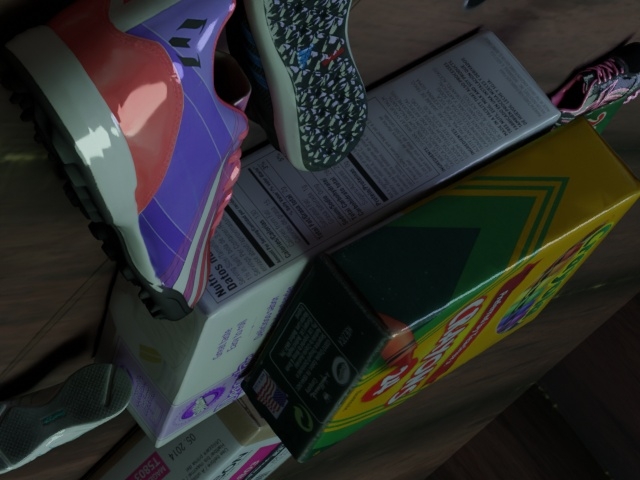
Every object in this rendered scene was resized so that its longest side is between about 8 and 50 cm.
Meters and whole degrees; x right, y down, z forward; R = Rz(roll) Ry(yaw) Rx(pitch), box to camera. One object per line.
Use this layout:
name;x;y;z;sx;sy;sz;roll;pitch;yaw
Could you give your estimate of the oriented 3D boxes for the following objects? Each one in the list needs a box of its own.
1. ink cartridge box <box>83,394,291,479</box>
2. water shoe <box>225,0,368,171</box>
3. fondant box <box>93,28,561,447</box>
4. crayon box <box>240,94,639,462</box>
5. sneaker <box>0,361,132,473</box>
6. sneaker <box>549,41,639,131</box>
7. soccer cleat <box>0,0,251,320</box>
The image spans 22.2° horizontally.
ink cartridge box;-0.113;0.209;1.589;0.235;0.088;0.193;-44;165;22
water shoe;-0.027;-0.125;0.871;0.073;0.080;0.203;-34;139;-28
fondant box;0.000;0.000;1.234;0.330;0.096;0.238;-29;162;-27
crayon box;0.109;0.025;1.221;0.319;0.081;0.202;-29;162;-33
sneaker;-0.211;0.138;1.201;0.152;0.053;0.061;-19;169;-16
sneaker;0.256;-0.145;1.504;0.119;0.047;0.057;-39;153;-1
soccer cleat;-0.083;-0.045;0.902;0.116;0.108;0.318;-35;161;-8
